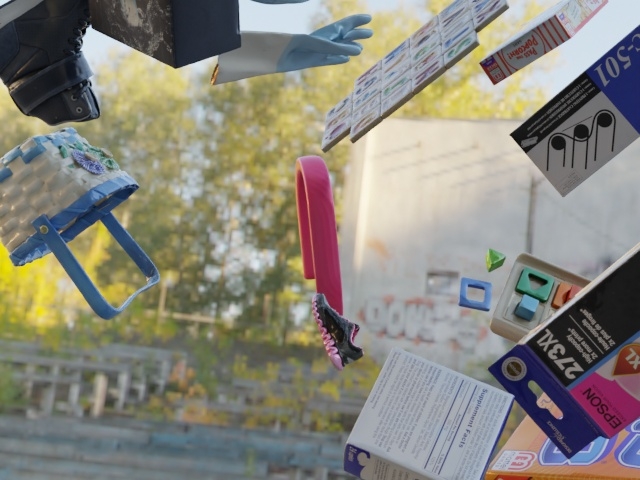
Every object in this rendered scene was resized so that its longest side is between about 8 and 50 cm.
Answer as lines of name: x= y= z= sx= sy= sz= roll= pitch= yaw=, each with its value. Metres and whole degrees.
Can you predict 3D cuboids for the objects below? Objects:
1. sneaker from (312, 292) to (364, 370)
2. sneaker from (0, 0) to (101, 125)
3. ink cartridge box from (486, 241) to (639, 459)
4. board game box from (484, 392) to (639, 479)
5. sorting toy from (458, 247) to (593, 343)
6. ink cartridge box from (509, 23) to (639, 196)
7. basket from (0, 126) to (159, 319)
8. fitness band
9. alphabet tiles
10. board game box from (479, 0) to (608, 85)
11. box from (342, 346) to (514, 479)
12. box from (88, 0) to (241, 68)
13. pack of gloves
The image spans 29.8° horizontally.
sneaker: x=0.026 y=0.123 z=1.694 sx=0.057 sy=0.119 sz=0.047 roll=-23 pitch=-25 yaw=3
sneaker: x=-0.267 y=-0.228 z=1.367 sx=0.226 sy=0.163 sz=0.086 roll=-32 pitch=7 yaw=8
ink cartridge box: x=0.409 y=0.134 z=1.613 sx=0.371 sy=0.175 sz=0.069 roll=-43 pitch=-5 yaw=24
board game box: x=0.519 y=0.418 z=1.848 sx=0.357 sy=0.356 sz=0.356 roll=-5 pitch=21 yaw=36
sorting toy: x=0.437 y=0.122 z=2.292 sx=0.348 sy=0.196 sz=0.047 roll=23 pitch=-35 yaw=7
ink cartridge box: x=0.323 y=-0.151 z=1.354 sx=0.207 sy=0.097 sz=0.046 roll=-42 pitch=-3 yaw=26
basket: x=-0.367 y=-0.023 z=1.827 sx=0.201 sy=0.289 sz=0.255 roll=-32 pitch=6 yaw=11
fitness band: x=0.000 y=0.000 z=2.049 sx=0.054 sy=0.290 sz=0.209 roll=-7 pitch=6 yaw=-6
alphabet tiles: x=0.136 y=-0.264 z=1.798 sx=0.342 sy=0.285 sz=0.011 roll=-37 pitch=-72 yaw=19
board game box: x=0.340 y=-0.318 z=1.830 sx=0.147 sy=0.045 sz=0.193 roll=-30 pitch=8 yaw=39
box: x=0.110 y=0.197 z=1.227 sx=0.137 sy=0.126 sz=0.072 roll=22 pitch=-34 yaw=13
box: x=-0.166 y=-0.281 z=1.247 sx=0.093 sy=0.156 sz=0.158 roll=-26 pitch=40 yaw=-36
pack of gloves: x=0.000 y=-0.262 z=1.419 sx=0.232 sy=0.046 sz=0.195 roll=-16 pitch=-33 yaw=-36
